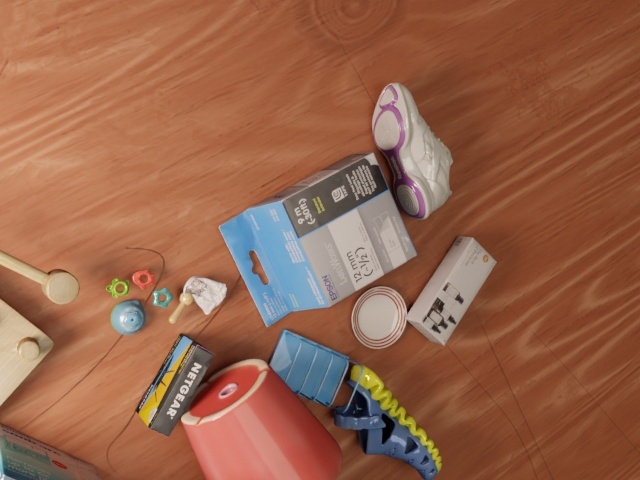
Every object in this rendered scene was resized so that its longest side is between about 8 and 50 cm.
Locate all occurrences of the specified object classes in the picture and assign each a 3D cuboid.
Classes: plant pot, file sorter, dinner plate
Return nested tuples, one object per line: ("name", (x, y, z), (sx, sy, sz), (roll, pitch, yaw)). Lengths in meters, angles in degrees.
("plant pot", (-0.127, 0.382, 1.557), (0.275, 0.275, 0.243), (-34, 108, -19))
("file sorter", (-0.013, 0.280, 1.699), (0.170, 0.104, 0.118), (27, 83, -24))
("dinner plate", (0.131, 0.172, 1.804), (0.141, 0.017, 0.141), (-2, 95, -24))

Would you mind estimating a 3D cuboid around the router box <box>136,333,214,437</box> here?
("router box", (-0.283, 0.277, 1.559), (0.046, 0.133, 0.178), (32, 80, -23))

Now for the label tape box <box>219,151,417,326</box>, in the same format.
("label tape box", (0.000, 0.000, 1.680), (0.348, 0.115, 0.249), (-30, 105, -22))

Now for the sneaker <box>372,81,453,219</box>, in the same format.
("sneaker", (0.209, -0.206, 1.778), (0.152, 0.114, 0.305), (-28, 109, -34))

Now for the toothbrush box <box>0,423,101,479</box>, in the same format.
("toothbrush box", (-0.490, 0.450, 1.388), (0.216, 0.295, 0.126), (33, 80, -22))

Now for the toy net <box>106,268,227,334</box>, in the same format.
("toy net", (-0.303, 0.106, 1.589), (0.232, 0.045, 0.122), (-14, 98, -25))

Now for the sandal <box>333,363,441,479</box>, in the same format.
("sandal", (0.141, 0.423, 1.778), (0.138, 0.126, 0.317), (-44, 101, -12))

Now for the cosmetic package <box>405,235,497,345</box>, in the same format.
("cosmetic package", (0.303, 0.114, 1.847), (0.099, 0.060, 0.239), (42, 74, -27))

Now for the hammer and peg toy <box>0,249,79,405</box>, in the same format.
("hammer and peg toy", (-0.615, 0.151, 1.403), (0.266, 0.127, 0.361), (43, 76, -19))
